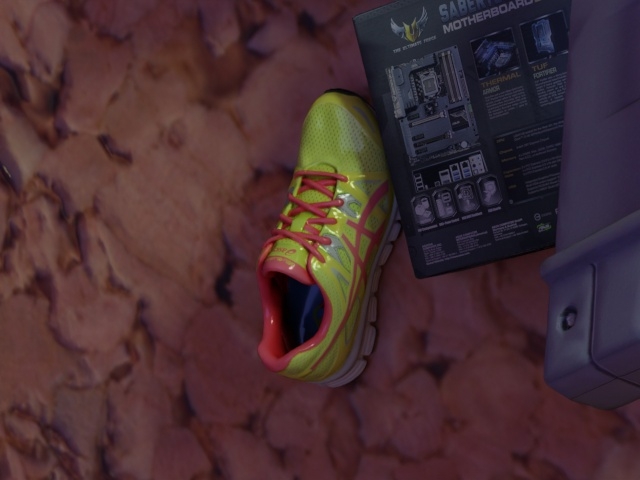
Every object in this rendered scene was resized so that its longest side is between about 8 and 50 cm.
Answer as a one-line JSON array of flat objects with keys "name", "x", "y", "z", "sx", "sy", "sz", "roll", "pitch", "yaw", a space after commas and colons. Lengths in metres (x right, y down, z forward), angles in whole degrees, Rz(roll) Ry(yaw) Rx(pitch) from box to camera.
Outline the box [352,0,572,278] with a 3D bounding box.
[{"name": "box", "x": 0.147, "y": -0.089, "z": 1.087, "sx": 0.233, "sy": 0.059, "sz": 0.183, "roll": -17, "pitch": 85, "yaw": 31}]

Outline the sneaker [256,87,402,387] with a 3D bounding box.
[{"name": "sneaker", "x": 0.000, "y": 0.000, "z": 1.165, "sx": 0.081, "sy": 0.094, "sz": 0.208, "roll": 6, "pitch": 93, "yaw": 34}]

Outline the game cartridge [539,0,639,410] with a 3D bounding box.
[{"name": "game cartridge", "x": 0.206, "y": -0.113, "z": 0.841, "sx": 0.230, "sy": 0.068, "sz": 0.355, "roll": -38, "pitch": 36, "yaw": 50}]
